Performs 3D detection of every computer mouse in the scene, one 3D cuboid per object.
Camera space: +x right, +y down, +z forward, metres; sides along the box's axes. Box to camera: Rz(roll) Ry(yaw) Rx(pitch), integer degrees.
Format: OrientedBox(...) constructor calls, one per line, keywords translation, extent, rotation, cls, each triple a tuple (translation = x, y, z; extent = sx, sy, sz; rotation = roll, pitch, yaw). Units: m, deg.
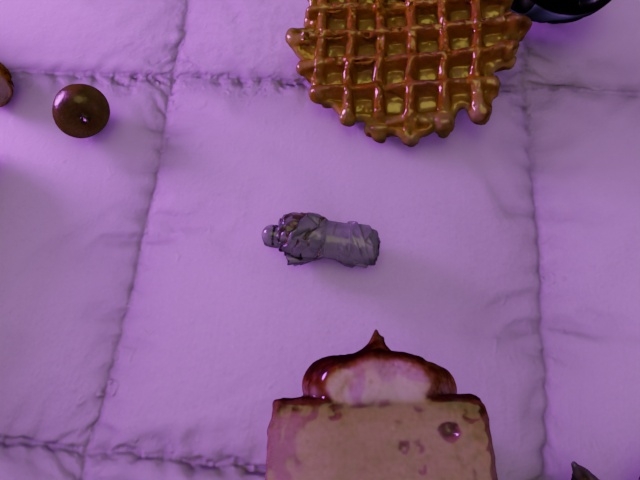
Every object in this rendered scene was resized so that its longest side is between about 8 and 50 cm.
OrientedBox(translation=(0.301, -0.379, 0.641), extent=(0.137, 0.096, 0.233), rotation=(-21, 67, -9), cls="computer mouse")

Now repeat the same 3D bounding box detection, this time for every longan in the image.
OrientedBox(translation=(-0.323, -0.173, 0.631), extent=(0.075, 0.075, 0.083), rotation=(-32, 44, -6), cls="longan")

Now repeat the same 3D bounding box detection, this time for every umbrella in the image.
OrientedBox(translation=(0.000, 0.000, 0.560), extent=(0.143, 0.062, 0.067), rotation=(5, 102, 5), cls="umbrella")

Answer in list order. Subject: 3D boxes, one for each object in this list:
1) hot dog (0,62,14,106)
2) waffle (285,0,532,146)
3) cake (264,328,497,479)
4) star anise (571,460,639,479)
OrientedBox(translation=(-0.561, -0.292, 0.693), extent=(0.289, 0.083, 0.068), rotation=(35, 58, 14), cls="hot dog")
OrientedBox(translation=(0.112, -0.260, 0.616), extent=(0.283, 0.065, 0.309), rotation=(-44, 77, 2), cls="waffle")
OrientedBox(translation=(0.050, 0.232, 0.408), extent=(0.196, 0.199, 0.293), rotation=(-4, 67, 9), cls="cake")
OrientedBox(translation=(0.321, 0.307, 0.414), extent=(0.262, 0.081, 0.230), rotation=(8, 72, 19), cls="star anise")
